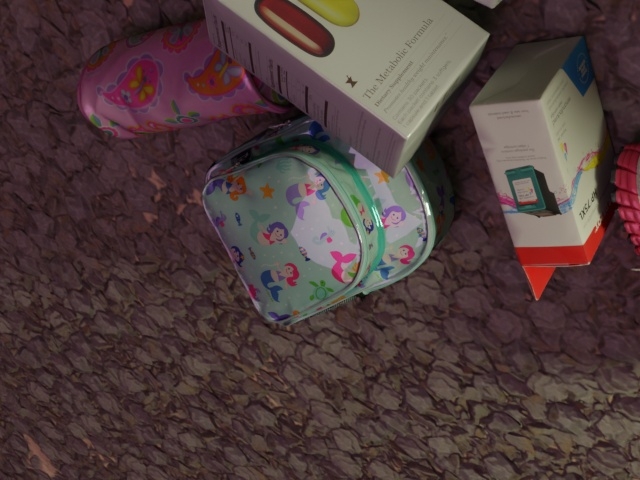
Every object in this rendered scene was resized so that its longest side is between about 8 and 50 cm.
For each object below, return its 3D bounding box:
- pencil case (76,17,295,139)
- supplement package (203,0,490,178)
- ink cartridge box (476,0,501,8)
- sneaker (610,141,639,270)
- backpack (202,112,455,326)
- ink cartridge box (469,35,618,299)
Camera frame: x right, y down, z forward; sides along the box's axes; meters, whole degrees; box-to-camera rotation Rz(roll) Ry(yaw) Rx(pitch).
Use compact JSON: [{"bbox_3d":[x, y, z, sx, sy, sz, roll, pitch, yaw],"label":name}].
[{"bbox_3d":[-0.150,-0.187,1.316,0.284,0.124,0.124,-6,121,38],"label":"pencil case"},{"bbox_3d":[0.020,-0.198,1.122,0.244,0.139,0.134,36,168,7],"label":"supplement package"},{"bbox_3d":[0.140,-0.318,1.035,0.127,0.072,0.175,28,136,13],"label":"ink cartridge box"},{"bbox_3d":[0.389,0.033,1.123,0.112,0.121,0.299,-13,116,38],"label":"sneaker"},{"bbox_3d":[0.011,-0.038,1.266,0.253,0.191,0.225,-23,98,25],"label":"backpack"},{"bbox_3d":[0.235,-0.068,1.133,0.078,0.134,0.231,-2,124,35],"label":"ink cartridge box"}]
